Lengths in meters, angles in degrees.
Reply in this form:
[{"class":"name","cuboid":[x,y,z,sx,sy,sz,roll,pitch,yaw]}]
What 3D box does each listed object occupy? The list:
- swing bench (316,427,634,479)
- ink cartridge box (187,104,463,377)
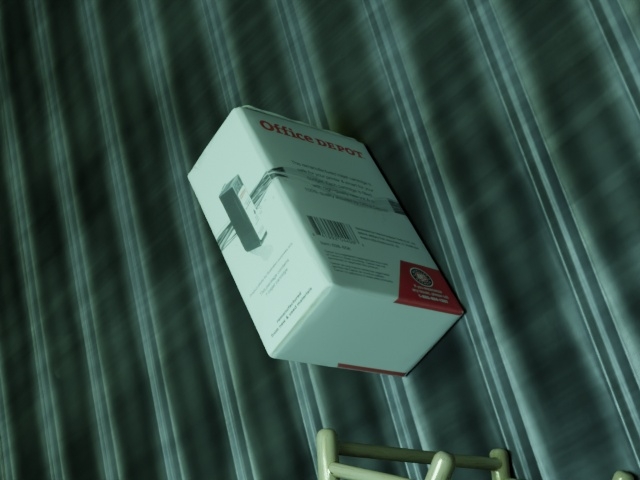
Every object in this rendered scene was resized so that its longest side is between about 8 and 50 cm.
[{"class":"swing bench","cuboid":[0.120,0.308,1.122,0.165,0.253,0.254,2,81,49]},{"class":"ink cartridge box","cuboid":[0.000,0.000,1.383,0.114,0.197,0.273,-50,47,28]}]
